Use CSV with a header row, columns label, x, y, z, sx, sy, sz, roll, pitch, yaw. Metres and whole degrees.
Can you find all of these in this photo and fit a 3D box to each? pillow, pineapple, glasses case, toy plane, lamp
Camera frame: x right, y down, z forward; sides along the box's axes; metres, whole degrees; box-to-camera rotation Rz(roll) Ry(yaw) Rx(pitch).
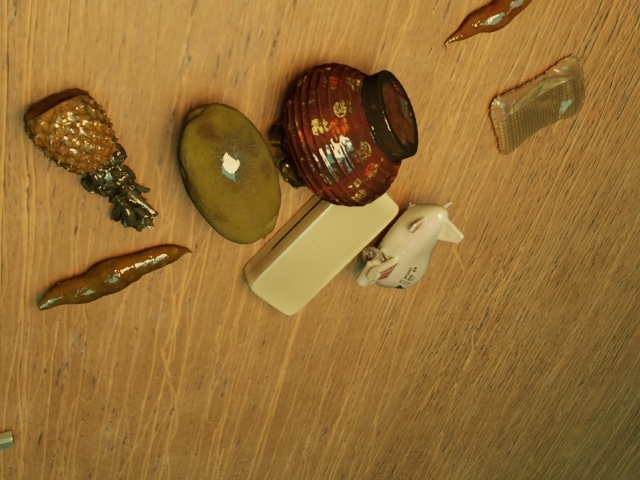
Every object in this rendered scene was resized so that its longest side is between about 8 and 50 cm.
label,x,y,z,sx,sy,sz,roll,pitch,yaw
pillow,0.436,-0.271,1.121,0.211,0.034,0.135,-31,123,-4
pineapple,-0.340,-0.111,0.873,0.125,0.125,0.251,-28,130,-4
glasses case,0.000,0.000,1.090,0.313,0.070,0.131,-45,124,8
toy plane,0.175,0.015,1.098,0.252,0.118,0.252,-36,166,-11
lamp,0.032,-0.170,0.917,0.247,0.247,0.247,-9,122,-16

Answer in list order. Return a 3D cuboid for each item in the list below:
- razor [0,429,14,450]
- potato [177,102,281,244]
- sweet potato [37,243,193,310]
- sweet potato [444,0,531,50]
label,x,y,z,sx,sy,sz,roll,pitch,yaw
razor,-0.733,0.406,1.057,0.277,0.056,0.111,-4,119,-19
potato,-0.144,-0.097,0.913,0.159,0.174,0.251,-15,128,12
sweet potato,-0.359,0.060,0.995,0.274,0.067,0.067,-22,124,-14
sweet potato,0.302,-0.394,0.989,0.195,0.056,0.056,-31,125,6
